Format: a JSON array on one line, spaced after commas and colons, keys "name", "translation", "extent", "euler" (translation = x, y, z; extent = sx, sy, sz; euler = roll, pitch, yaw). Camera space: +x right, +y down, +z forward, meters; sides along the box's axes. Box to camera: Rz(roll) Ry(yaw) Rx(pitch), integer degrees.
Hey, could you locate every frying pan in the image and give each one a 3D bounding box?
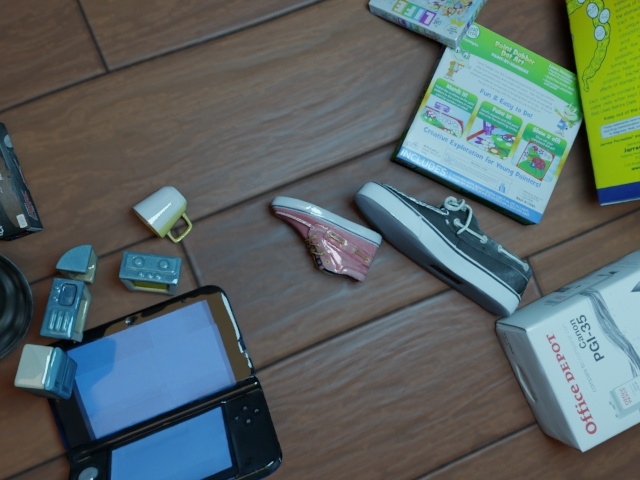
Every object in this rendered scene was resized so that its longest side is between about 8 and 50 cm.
[{"name": "frying pan", "translation": [-0.494, 0.151, 0.888], "extent": [0.197, 0.053, 0.325], "euler": [-18, 116, -24]}]

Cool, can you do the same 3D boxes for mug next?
[{"name": "mug", "translation": [-0.229, -0.042, 0.935], "extent": [0.062, 0.078, 0.064], "euler": [36, 73, 28]}]

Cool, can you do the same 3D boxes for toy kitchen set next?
[{"name": "toy kitchen set", "translation": [-0.287, 0.109, 0.854], "extent": [0.166, 0.122, 0.207], "euler": [8, 70, -7]}]

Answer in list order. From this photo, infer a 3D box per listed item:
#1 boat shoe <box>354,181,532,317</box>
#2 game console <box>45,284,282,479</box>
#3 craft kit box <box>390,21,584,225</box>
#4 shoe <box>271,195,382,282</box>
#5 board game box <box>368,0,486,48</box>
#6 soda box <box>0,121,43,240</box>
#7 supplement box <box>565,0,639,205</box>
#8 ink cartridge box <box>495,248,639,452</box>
[{"name": "boat shoe", "translation": [0.193, -0.009, 0.950], "extent": [0.306, 0.113, 0.104], "euler": [35, 78, -7]}, {"name": "game console", "translation": [-0.231, 0.229, 0.865], "extent": [0.293, 0.250, 0.173], "euler": [-21, 117, -7]}, {"name": "craft kit box", "translation": [0.272, -0.185, 0.995], "extent": [0.250, 0.061, 0.246], "euler": [26, 87, -5]}, {"name": "shoe", "translation": [0.000, 0.000, 0.949], "extent": [0.178, 0.063, 0.081], "euler": [22, 80, -10]}, {"name": "board game box", "translation": [0.167, -0.370, 0.974], "extent": [0.154, 0.026, 0.103], "euler": [30, 84, 19]}, {"name": "soda box", "translation": [-0.456, -0.086, 0.900], "extent": [0.053, 0.060, 0.168], "euler": [-20, 91, -6]}, {"name": "supplement box", "translation": [0.520, -0.246, 0.929], "extent": [0.194, 0.195, 0.356], "euler": [-8, 88, -30]}, {"name": "ink cartridge box", "translation": [0.448, 0.161, 0.969], "extent": [0.283, 0.117, 0.207], "euler": [-25, 91, -7]}]
